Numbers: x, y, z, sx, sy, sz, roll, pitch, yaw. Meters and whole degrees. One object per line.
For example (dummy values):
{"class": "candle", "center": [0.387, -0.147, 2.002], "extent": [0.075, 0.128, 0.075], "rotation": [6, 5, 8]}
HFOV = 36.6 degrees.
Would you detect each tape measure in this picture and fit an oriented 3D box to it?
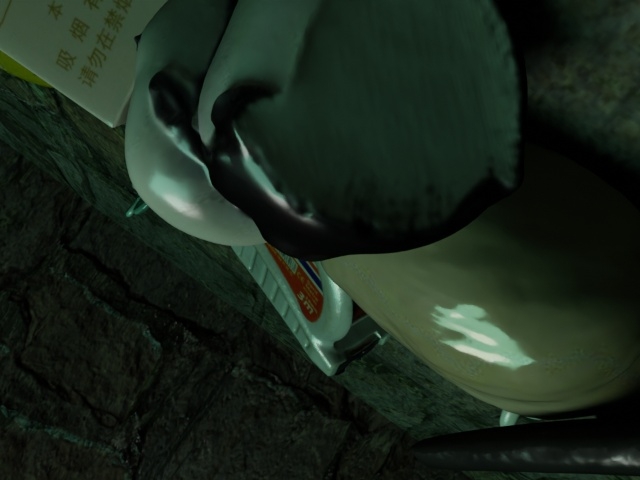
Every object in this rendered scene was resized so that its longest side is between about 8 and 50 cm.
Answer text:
{"class": "tape measure", "center": [0.000, 0.001, 1.110], "extent": [0.243, 0.125, 0.246], "rotation": [51, 150, 18]}

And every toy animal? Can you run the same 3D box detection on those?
{"class": "toy animal", "center": [-0.019, -0.100, 0.711], "extent": [0.251, 0.251, 0.310], "rotation": [42, 169, -22]}

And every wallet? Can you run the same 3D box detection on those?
{"class": "wallet", "center": [0.258, 0.168, 0.799], "extent": [0.197, 0.051, 0.377], "rotation": [4, 167, -34]}

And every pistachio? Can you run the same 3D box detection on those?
{"class": "pistachio", "center": [0.139, 0.024, 0.807], "extent": [0.332, 0.208, 0.226], "rotation": [24, 121, 24]}

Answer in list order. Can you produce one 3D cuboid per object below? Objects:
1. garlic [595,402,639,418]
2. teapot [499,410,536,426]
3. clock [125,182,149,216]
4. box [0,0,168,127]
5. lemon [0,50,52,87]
{"class": "garlic", "center": [0.335, 0.127, 0.898], "extent": [0.148, 0.128, 0.266], "rotation": [3, 155, 2]}
{"class": "teapot", "center": [0.227, 0.119, 1.063], "extent": [0.193, 0.129, 0.294], "rotation": [29, 165, 24]}
{"class": "clock", "center": [-0.169, -0.099, 1.182], "extent": [0.060, 0.188, 0.148], "rotation": [41, 168, -16]}
{"class": "box", "center": [-0.269, -0.281, 0.822], "extent": [0.365, 0.204, 0.051], "rotation": [35, -157, 6]}
{"class": "lemon", "center": [-0.259, -0.239, 0.957], "extent": [0.248, 0.184, 0.184], "rotation": [29, 165, 28]}
